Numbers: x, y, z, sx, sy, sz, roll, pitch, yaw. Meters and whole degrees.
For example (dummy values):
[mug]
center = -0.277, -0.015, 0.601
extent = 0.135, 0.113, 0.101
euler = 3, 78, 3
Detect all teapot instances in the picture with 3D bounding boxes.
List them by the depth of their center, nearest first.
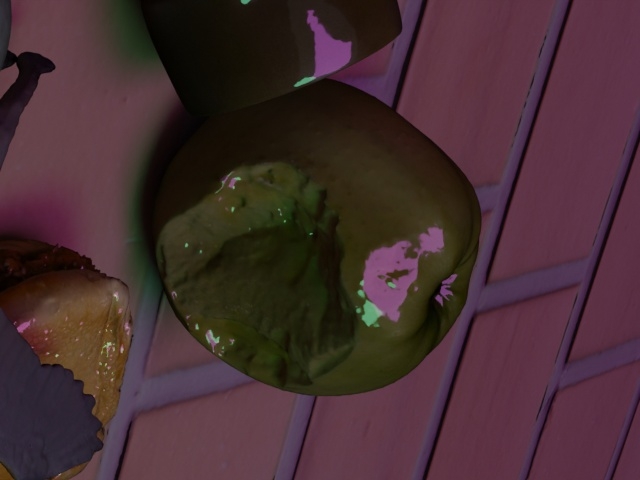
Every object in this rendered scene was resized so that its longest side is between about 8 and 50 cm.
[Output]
[teapot]
center = -0.046, -0.210, 1.363
extent = 0.268, 0.185, 0.175
euler = -64, 136, -70

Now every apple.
[apple]
center = 0.000, 0.000, 1.512
extent = 0.279, 0.279, 0.279
euler = -36, 139, -38

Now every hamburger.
[hamburger]
center = -0.230, 0.100, 1.364
extent = 0.213, 0.108, 0.214
euler = -34, 137, -39

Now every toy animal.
[toy animal]
center = -0.221, 0.014, 1.128
extent = 0.302, 0.225, 0.284
euler = -152, -105, -83

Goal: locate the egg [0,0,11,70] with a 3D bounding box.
[egg]
center = -0.285, -0.117, 1.059
extent = 0.236, 0.169, 0.169
euler = -34, 139, -46
